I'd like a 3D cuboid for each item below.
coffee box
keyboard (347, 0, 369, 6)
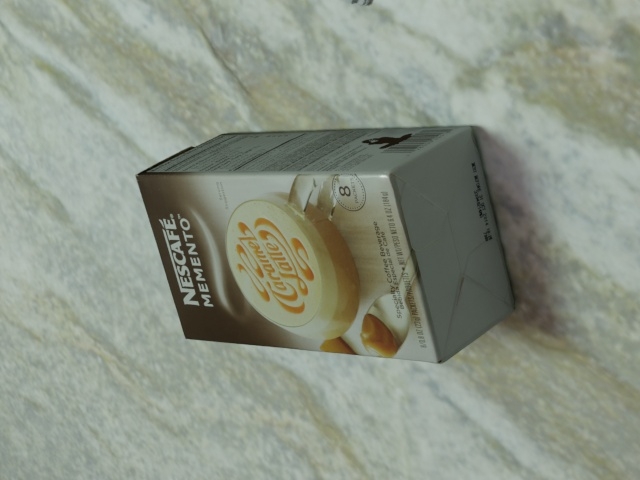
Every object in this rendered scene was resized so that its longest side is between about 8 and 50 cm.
[{"bbox_3d":[0.000,0.000,1.151,0.247,0.098,0.141,1,113,43],"label":"coffee box"},{"bbox_3d":[-0.058,-0.252,1.128,0.256,0.014,0.072,35,128,23],"label":"keyboard"}]
